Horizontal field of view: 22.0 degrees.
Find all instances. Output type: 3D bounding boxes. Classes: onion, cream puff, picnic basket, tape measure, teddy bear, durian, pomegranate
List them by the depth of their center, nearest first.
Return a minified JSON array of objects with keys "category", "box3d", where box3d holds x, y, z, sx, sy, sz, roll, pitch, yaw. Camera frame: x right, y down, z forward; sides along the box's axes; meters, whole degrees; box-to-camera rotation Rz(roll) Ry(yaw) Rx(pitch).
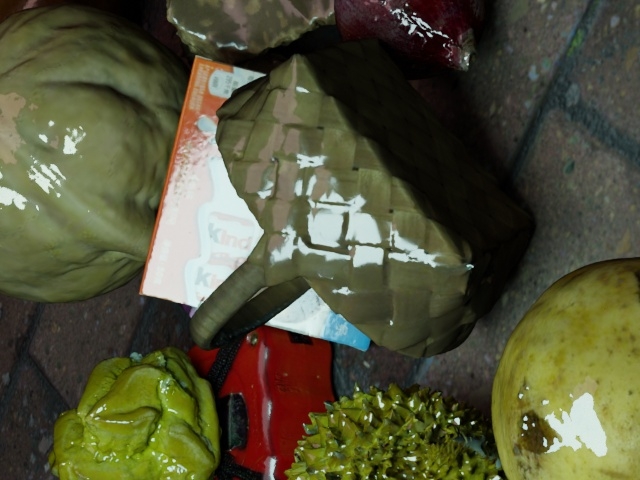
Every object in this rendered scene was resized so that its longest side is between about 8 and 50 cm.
[{"category":"pomegranate","box3d":[0.278,0.139,1.343,0.281,0.281,0.281,-14,72,49]},{"category":"durian","box3d":[0.082,0.274,1.576,0.258,0.258,0.293,9,118,52]},{"category":"picnic basket","box3d":[0.000,0.000,1.641,0.337,0.293,0.337,5,102,23]},{"category":"onion","box3d":[0.107,-0.232,1.722,0.195,0.159,0.159,45,117,39]},{"category":"cream puff","box3d":[-0.210,0.234,1.821,0.195,0.195,0.221,38,117,48]},{"category":"tape measure","box3d":[-0.083,0.227,1.887,0.260,0.114,0.253,-23,65,47]},{"category":"teddy bear","box3d":[-0.057,-0.279,1.936,0.296,0.222,0.246,-26,83,21]}]

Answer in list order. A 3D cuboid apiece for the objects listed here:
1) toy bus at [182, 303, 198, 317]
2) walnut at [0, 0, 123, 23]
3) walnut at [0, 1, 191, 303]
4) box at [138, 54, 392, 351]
[{"category":"toy bus","box3d":[-0.070,-0.021,1.931,0.274,0.112,0.090,-65,32,21]},{"category":"walnut","box3d":[-0.388,-0.283,2.308,0.336,0.209,0.209,-47,49,36]},{"category":"walnut","box3d":[-0.301,-0.098,1.923,0.381,0.381,0.381,-14,72,49]},{"category":"box","box3d":[-0.041,-0.041,1.803,0.048,0.265,0.273,-62,-15,-85]}]
